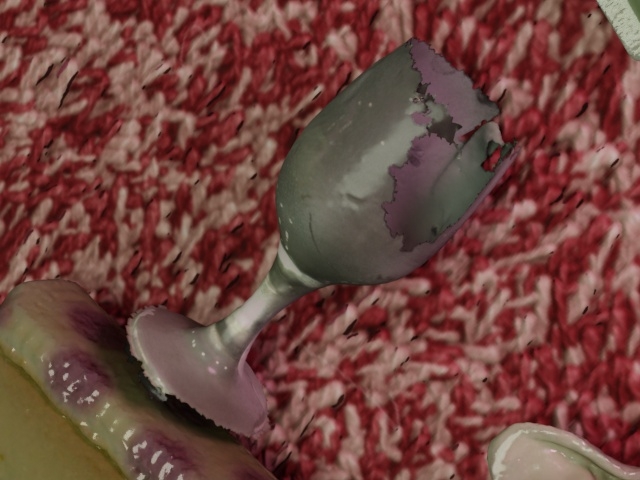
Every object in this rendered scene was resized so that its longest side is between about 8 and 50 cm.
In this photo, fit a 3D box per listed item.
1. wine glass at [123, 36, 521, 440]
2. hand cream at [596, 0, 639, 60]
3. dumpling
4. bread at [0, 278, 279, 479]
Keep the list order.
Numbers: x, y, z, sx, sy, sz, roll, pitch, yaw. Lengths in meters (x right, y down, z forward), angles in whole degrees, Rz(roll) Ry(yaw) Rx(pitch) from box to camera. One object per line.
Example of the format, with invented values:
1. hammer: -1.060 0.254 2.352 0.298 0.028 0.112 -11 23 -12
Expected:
1. wine glass: 0.000 0.000 1.021 0.321 0.143 0.143 -48 69 21
2. hand cream: 0.291 -0.254 0.882 0.306 0.093 0.147 -33 78 27
3. dumpling: 0.189 0.195 0.940 0.134 0.100 0.169 -17 84 14
4. bread: -0.147 0.203 1.095 0.338 0.155 0.187 40 101 25
